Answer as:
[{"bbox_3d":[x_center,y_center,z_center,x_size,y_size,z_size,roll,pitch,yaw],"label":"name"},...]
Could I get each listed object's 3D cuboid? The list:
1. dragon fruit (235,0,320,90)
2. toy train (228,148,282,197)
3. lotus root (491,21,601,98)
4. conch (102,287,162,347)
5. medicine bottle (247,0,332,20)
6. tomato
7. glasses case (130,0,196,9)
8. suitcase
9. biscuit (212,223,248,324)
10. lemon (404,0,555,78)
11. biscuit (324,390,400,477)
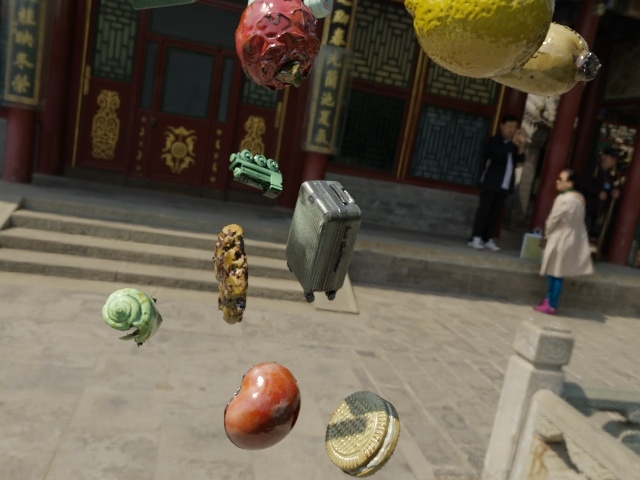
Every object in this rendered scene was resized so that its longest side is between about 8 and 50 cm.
[{"bbox_3d":[-0.083,-0.391,1.090,0.172,0.209,0.172,5,-22,2],"label":"dragon fruit"},{"bbox_3d":[-0.191,-0.200,1.637,0.170,0.111,0.071,17,-34,-36],"label":"toy train"},{"bbox_3d":[0.489,-0.417,1.256,0.284,0.160,0.146,29,9,37],"label":"lotus root"},{"bbox_3d":[-0.326,0.142,1.000,0.079,0.105,0.170,-16,-12,4],"label":"conch"},{"bbox_3d":[-0.082,-0.599,1.450,0.229,0.121,0.083,-1,4,33],"label":"medicine bottle"},{"bbox_3d":[-0.121,0.428,1.386,0.199,0.228,0.112,39,-22,-30],"label":"tomato"},{"bbox_3d":[-0.358,-0.574,1.251,0.184,0.078,0.039,6,40,27],"label":"glasses case"},{"bbox_3d":[0.000,0.000,1.529,0.128,0.312,0.202,-2,36,-25],"label":"suitcase"},{"bbox_3d":[-0.305,0.113,1.830,0.081,0.334,0.289,-1,0,-20],"label":"biscuit"},{"bbox_3d":[0.284,-0.408,0.989,0.253,0.228,0.228,9,8,-13],"label":"lemon"},{"bbox_3d":[0.120,0.567,1.630,0.079,0.259,0.259,39,-6,-27],"label":"biscuit"}]
